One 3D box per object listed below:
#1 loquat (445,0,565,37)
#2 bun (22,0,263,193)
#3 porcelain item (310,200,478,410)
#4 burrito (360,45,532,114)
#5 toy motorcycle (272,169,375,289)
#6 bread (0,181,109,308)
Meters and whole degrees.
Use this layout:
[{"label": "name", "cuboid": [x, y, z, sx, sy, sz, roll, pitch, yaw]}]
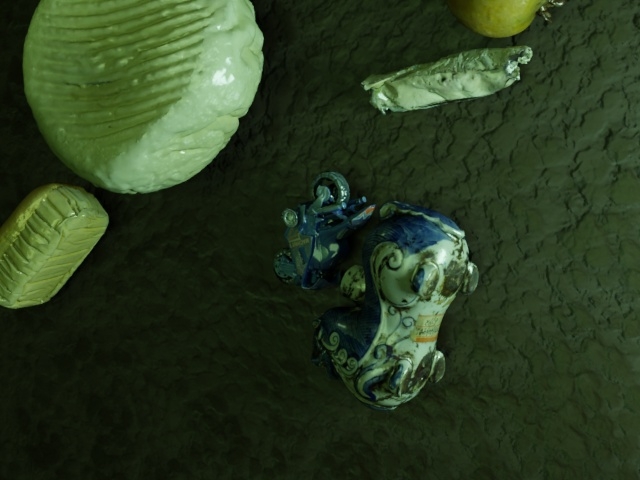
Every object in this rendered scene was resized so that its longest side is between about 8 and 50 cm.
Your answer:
[{"label": "loquat", "cuboid": [0.227, -0.328, 1.057, 0.163, 0.137, 0.163, -2, 80, 11]}, {"label": "bun", "cuboid": [-0.237, -0.243, 1.216, 0.349, 0.227, 0.352, 0, 92, 24]}, {"label": "porcelain item", "cuboid": [0.093, 0.086, 1.169, 0.186, 0.138, 0.288, 27, 110, 37]}, {"label": "burrito", "cuboid": [0.169, -0.216, 1.137, 0.230, 0.058, 0.063, -9, 87, 22]}, {"label": "toy motorcycle", "cuboid": [0.000, 0.000, 1.215, 0.114, 0.076, 0.205, 44, 124, 22]}, {"label": "bread", "cuboid": [-0.451, 0.004, 1.380, 0.106, 0.140, 0.236, 48, 108, 16]}]
